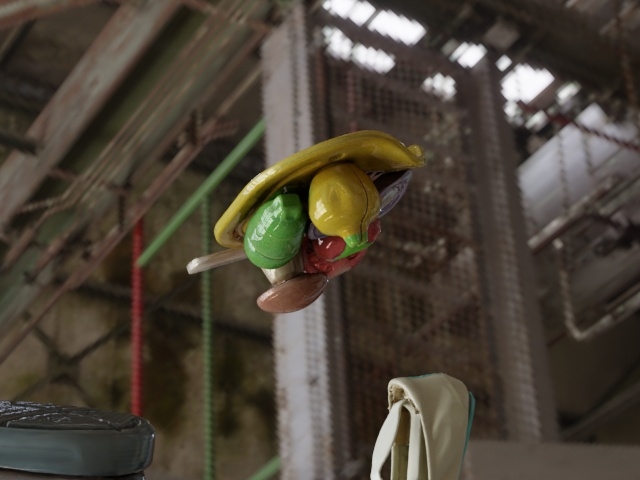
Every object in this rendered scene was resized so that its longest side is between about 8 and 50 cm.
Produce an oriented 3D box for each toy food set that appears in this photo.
[{"bbox_3d":[0.000,0.000,1.080,0.128,0.218,0.071,-14,-105,-24],"label":"toy food set"}]

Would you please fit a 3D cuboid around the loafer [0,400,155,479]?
[{"bbox_3d":[-0.206,0.114,0.729,0.096,0.267,0.084,-6,-82,-73],"label":"loafer"}]

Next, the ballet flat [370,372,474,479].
[{"bbox_3d":[0.076,0.232,1.370,0.086,0.086,0.248,17,-112,-28],"label":"ballet flat"}]
